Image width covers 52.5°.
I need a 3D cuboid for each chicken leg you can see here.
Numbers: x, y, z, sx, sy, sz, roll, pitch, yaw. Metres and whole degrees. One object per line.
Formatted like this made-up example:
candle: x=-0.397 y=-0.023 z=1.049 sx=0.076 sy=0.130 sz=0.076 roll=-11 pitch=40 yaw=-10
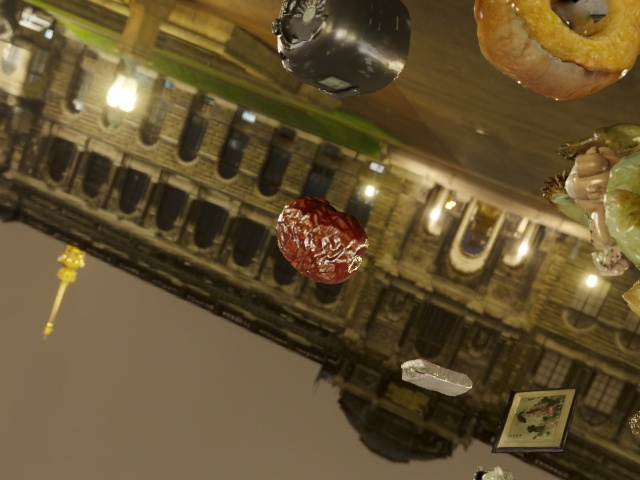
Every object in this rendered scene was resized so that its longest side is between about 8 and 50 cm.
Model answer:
chicken leg: x=0.743 y=-0.254 z=1.711 sx=0.228 sy=0.088 sz=0.103 roll=-14 pitch=-174 yaw=42

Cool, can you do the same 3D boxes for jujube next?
jujube: x=0.000 y=0.000 z=1.703 sx=0.232 sy=0.212 sz=0.213 roll=28 pitch=-170 yaw=20

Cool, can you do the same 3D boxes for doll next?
doll: x=0.599 y=-0.062 z=1.377 sx=0.119 sy=0.277 sz=0.154 roll=-9 pitch=177 yaw=38

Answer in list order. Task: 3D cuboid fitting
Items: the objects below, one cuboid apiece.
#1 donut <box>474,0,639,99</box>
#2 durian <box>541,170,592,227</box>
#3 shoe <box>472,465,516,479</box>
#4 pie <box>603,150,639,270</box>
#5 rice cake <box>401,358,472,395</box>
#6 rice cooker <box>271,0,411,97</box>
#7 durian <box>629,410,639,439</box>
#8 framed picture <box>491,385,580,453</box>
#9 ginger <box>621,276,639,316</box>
donut: x=0.452 y=-0.413 z=1.211 sx=0.318 sy=0.299 sz=0.150 roll=-19 pitch=-175 yaw=-14
durian: x=0.749 y=-0.106 z=1.863 sx=0.252 sy=0.139 sz=0.144 roll=31 pitch=-142 yaw=20
shoe: x=0.445 y=0.627 z=1.551 sx=0.124 sy=0.159 sz=0.316 roll=-3 pitch=176 yaw=-15
pie: x=0.636 y=-0.044 z=1.115 sx=0.307 sy=0.306 sz=0.071 roll=23 pitch=161 yaw=12
rice cake: x=0.317 y=0.374 z=1.762 sx=0.365 sy=0.073 sz=0.056 roll=28 pitch=-138 yaw=-51
rice cooker: x=0.040 y=-0.438 z=1.368 sx=0.225 sy=0.267 sz=0.267 roll=9 pitch=-166 yaw=-41
durian: x=0.745 y=0.424 z=1.475 sx=0.080 sy=0.080 sz=0.091 roll=26 pitch=150 yaw=29
framed picture: x=0.522 y=0.435 z=1.576 sx=0.195 sy=0.199 sz=0.010 roll=-21 pitch=116 yaw=47
ginger: x=0.720 y=0.126 z=1.274 sx=0.193 sy=0.122 sz=0.115 roll=45 pitch=-135 yaw=13
